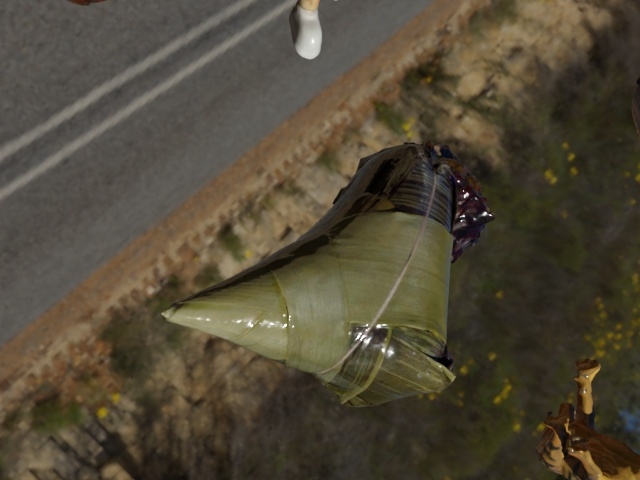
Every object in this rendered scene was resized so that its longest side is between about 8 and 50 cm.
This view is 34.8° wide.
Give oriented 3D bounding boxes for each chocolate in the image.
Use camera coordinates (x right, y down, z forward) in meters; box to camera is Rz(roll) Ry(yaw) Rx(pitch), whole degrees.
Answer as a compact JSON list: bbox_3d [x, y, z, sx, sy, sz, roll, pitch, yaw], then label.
[{"bbox_3d":[0.187,-0.079,1.576,0.177,0.224,0.206,-32,-145,60],"label":"chocolate"}]

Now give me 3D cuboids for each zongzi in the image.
[{"bbox_3d":[0.000,0.000,1.080,0.154,0.318,0.289,-27,-132,47],"label":"zongzi"}]

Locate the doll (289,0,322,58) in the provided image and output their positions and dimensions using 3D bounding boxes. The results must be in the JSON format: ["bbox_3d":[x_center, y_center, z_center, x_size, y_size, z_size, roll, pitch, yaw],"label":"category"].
[{"bbox_3d":[0.010,-0.285,0.882,0.085,0.183,0.217,2,149,-30],"label":"doll"}]

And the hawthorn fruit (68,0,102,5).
[{"bbox_3d":[-0.270,-0.402,1.221,0.181,0.181,0.235,118,-27,-64],"label":"hawthorn fruit"}]

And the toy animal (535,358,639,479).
[{"bbox_3d":[0.292,0.219,0.953,0.114,0.255,0.116,-27,123,-23],"label":"toy animal"}]

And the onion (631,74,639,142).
[{"bbox_3d":[0.569,-0.169,1.403,0.260,0.282,0.336,95,18,-44],"label":"onion"}]
